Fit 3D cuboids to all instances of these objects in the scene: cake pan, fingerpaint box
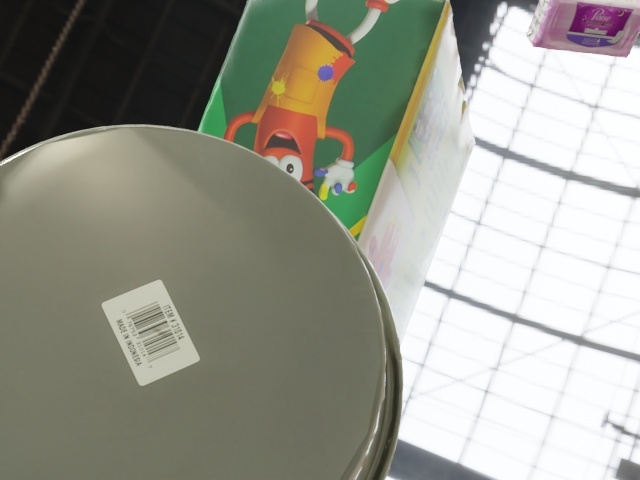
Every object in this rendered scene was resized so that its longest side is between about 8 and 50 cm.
[{"bbox_3d":[-0.094,0.060,0.571,0.293,0.054,0.293,4,-114,-9],"label":"cake pan"},{"bbox_3d":[0.000,0.000,1.009,0.445,0.163,0.371,36,-106,-77],"label":"fingerpaint box"}]

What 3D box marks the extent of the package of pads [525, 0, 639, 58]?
[{"bbox_3d":[0.208,-0.173,0.842,0.083,0.032,0.050,5,-46,-11],"label":"package of pads"}]
